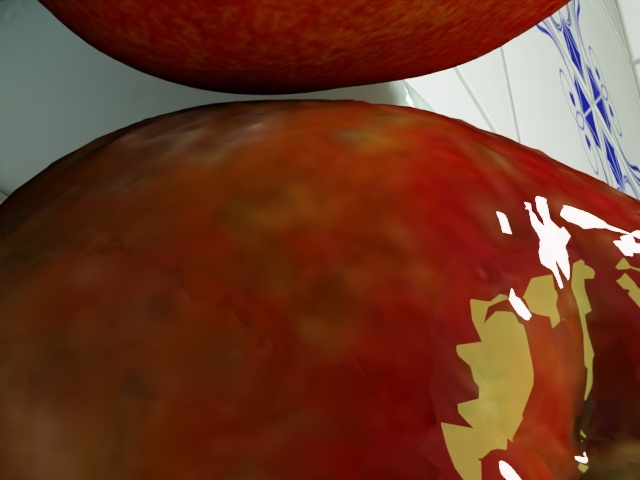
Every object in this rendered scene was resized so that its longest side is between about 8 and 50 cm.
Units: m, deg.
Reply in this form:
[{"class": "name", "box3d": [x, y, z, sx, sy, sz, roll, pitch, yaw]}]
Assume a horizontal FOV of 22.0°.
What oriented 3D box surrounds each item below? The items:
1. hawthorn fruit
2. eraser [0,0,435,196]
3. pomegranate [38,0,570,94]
[{"class": "hawthorn fruit", "box3d": [-0.006, 0.089, 0.444, 0.258, 0.261, 0.258, 0, 90, -78]}, {"class": "eraser", "box3d": [0.000, 0.000, 0.688, 0.290, 0.189, 0.104, 40, 65, -58]}, {"class": "pomegranate", "box3d": [0.010, -0.155, 0.438, 0.221, 0.256, 0.221, 37, 35, -32]}]
